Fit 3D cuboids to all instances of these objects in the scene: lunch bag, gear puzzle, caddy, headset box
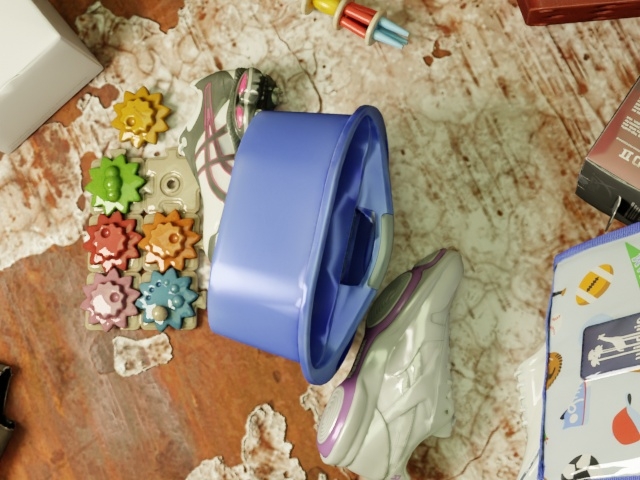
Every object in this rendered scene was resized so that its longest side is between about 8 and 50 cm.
[{"bbox_3d":[0.425,0.150,1.067,0.386,0.239,0.327,2,52,15],"label":"lunch bag"},{"bbox_3d":[-0.238,-0.046,1.400,0.176,0.044,0.338,-1,83,10],"label":"gear puzzle"},{"bbox_3d":[0.000,0.000,1.255,0.179,0.241,0.341,11,86,18],"label":"caddy"},{"bbox_3d":[0.407,-0.141,1.206,0.110,0.218,0.293,34,89,13],"label":"headset box"}]

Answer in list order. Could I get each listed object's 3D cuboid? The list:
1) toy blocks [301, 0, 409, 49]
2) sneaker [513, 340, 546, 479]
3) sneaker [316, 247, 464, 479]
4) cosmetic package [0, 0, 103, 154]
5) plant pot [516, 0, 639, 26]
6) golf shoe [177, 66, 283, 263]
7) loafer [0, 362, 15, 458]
[{"bbox_3d":[0.066,-0.325,1.375,0.148,0.054,0.123,28,89,12],"label":"toy blocks"},{"bbox_3d":[0.278,0.188,1.263,0.091,0.094,0.258,20,78,21],"label":"sneaker"},{"bbox_3d":[0.115,0.158,1.296,0.152,0.114,0.305,28,85,-12],"label":"sneaker"},{"bbox_3d":[-0.498,-0.322,1.426,0.197,0.155,0.365,-40,79,4],"label":"cosmetic package"},{"bbox_3d":[0.333,-0.389,1.245,0.267,0.267,0.235,-3,95,10],"label":"plant pot"},{"bbox_3d":[-0.128,-0.095,1.368,0.120,0.105,0.272,3,76,21],"label":"golf shoe"},{"bbox_3d":[-0.450,0.261,1.382,0.078,0.080,0.220,-3,82,10],"label":"loafer"}]
